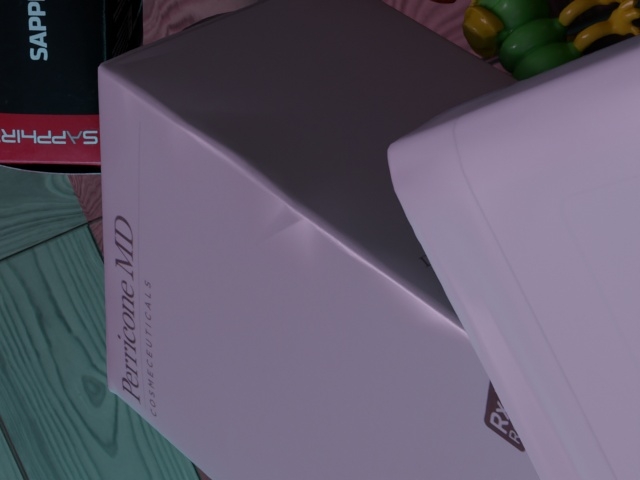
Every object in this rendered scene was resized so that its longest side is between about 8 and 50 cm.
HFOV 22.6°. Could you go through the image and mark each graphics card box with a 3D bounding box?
[{"bbox_3d":[-0.173,-0.257,1.060,0.233,0.094,0.370,-89,2,-64],"label":"graphics card box"}]

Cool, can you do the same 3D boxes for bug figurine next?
[{"bbox_3d":[0.081,-0.163,0.722,0.216,0.072,0.279,59,163,20],"label":"bug figurine"}]

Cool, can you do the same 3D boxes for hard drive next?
[{"bbox_3d":[0.182,0.034,0.378,0.353,0.047,0.233,-17,102,54],"label":"hard drive"}]

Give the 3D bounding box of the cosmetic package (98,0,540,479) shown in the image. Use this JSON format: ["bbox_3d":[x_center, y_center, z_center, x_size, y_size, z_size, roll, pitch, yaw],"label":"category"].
[{"bbox_3d":[0.073,0.063,0.715,0.385,0.156,0.217,33,136,34],"label":"cosmetic package"}]

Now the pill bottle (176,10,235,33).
[{"bbox_3d":[0.000,0.000,1.036,0.318,0.176,0.176,55,161,32],"label":"pill bottle"}]
